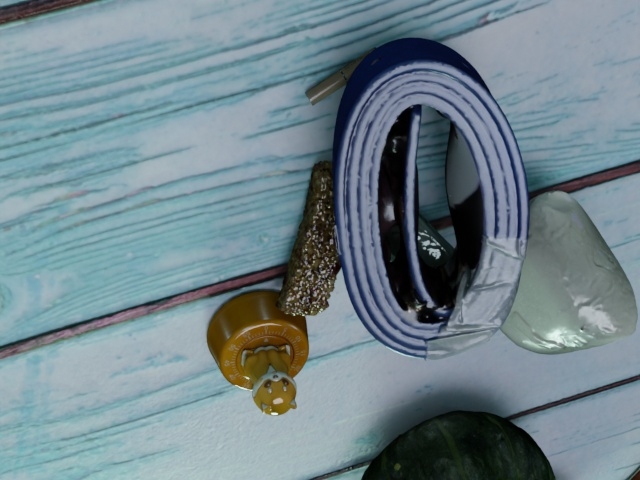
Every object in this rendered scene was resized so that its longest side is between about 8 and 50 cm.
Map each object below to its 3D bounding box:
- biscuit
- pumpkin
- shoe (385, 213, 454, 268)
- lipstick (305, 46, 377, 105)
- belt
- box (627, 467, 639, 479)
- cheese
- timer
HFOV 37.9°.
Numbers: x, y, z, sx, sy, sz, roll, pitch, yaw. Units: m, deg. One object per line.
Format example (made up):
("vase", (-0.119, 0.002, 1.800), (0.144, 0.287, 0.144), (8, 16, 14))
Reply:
("biscuit", (0.000, 0.000, 1.124), (0.064, 0.034, 0.199), (7, 112, -24))
("pumpkin", (0.199, 0.390, 1.355), (0.300, 0.207, 0.300), (-11, 134, -12))
("shoe", (0.137, 0.027, 1.176), (0.079, 0.078, 0.195), (-39, 101, 12))
("lipstick", (0.026, -0.182, 1.036), (0.094, 0.019, 0.019), (-32, 126, 5))
("belt", (0.118, -0.044, 1.034), (0.212, 0.117, 0.347), (-6, 114, 1))
("box", (0.771, 0.399, 1.589), (0.385, 0.122, 0.344), (24, 113, -29))
("cheese", (0.290, 0.049, 1.170), (0.154, 0.198, 0.189), (-28, 174, -39))
("timer", (-0.065, 0.157, 1.151), (0.132, 0.152, 0.132), (-8, 125, -12))
